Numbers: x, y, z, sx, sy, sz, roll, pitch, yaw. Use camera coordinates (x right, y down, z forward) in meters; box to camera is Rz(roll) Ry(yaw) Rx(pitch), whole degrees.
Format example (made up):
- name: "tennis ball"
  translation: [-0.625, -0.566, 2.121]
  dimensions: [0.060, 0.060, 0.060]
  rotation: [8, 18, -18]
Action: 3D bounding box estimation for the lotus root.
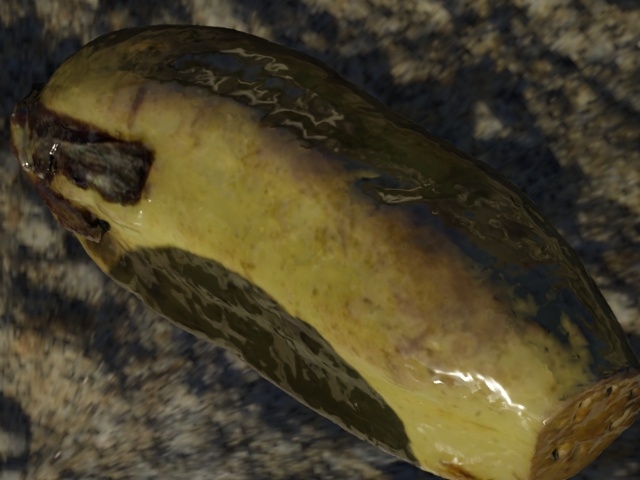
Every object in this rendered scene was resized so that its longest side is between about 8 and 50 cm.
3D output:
- name: "lotus root"
  translation: [0.000, 0.000, 0.585]
  dimensions: [0.258, 0.110, 0.097]
  rotation: [32, 54, 33]
